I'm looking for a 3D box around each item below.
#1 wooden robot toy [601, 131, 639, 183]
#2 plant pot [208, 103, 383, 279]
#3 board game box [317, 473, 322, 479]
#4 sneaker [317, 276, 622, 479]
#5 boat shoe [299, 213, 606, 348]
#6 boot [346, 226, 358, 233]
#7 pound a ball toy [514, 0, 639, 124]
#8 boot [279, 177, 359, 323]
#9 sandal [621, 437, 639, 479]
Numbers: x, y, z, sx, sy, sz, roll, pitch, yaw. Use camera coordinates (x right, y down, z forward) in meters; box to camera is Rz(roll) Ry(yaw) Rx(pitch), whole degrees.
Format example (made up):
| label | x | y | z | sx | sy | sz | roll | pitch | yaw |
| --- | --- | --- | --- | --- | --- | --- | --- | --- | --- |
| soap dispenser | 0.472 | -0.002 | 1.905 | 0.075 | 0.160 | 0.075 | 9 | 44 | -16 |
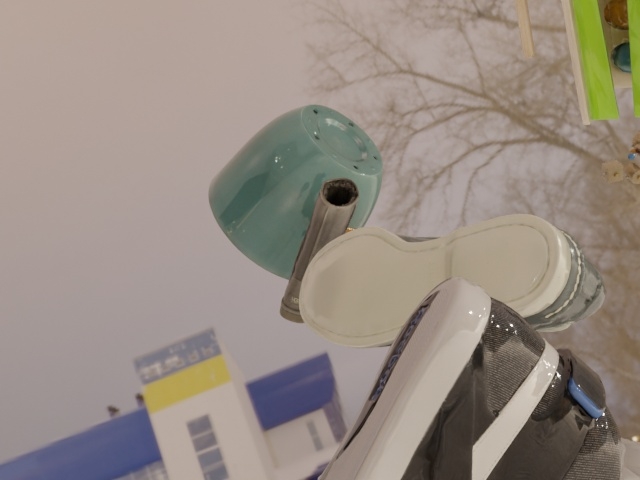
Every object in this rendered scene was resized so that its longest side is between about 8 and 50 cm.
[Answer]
| label | x | y | z | sx | sy | sz | roll | pitch | yaw |
| --- | --- | --- | --- | --- | --- | --- | --- | --- | --- |
| wooden robot toy | 0.564 | -0.153 | 1.462 | 0.173 | 0.079 | 0.076 | -28 | -57 | 4 |
| plant pot | -0.022 | -0.107 | 1.560 | 0.293 | 0.293 | 0.235 | 1 | -41 | -47 |
| board game box | 0.083 | 0.214 | 0.732 | 0.193 | 0.053 | 0.305 | -38 | 1 | 1 |
| sneaker | 0.051 | 0.135 | 0.346 | 0.217 | 0.121 | 0.079 | -58 | 5 | -6 |
| boat shoe | 0.104 | 0.047 | 0.760 | 0.099 | 0.116 | 0.319 | 21 | -20 | -36 |
| boot | 0.121 | 0.102 | 1.373 | 0.295 | 0.211 | 0.104 | 32 | -71 | -25 |
| pound a ball toy | 0.385 | -0.323 | 1.194 | 0.208 | 0.136 | 0.319 | 3 | -42 | 30 |
| boot | 0.002 | 0.000 | 1.253 | 0.076 | 0.190 | 0.209 | 13 | -67 | 1 |
| sandal | 0.281 | 0.308 | 1.068 | 0.416 | 0.102 | 0.169 | 3 | 8 | 8 |
